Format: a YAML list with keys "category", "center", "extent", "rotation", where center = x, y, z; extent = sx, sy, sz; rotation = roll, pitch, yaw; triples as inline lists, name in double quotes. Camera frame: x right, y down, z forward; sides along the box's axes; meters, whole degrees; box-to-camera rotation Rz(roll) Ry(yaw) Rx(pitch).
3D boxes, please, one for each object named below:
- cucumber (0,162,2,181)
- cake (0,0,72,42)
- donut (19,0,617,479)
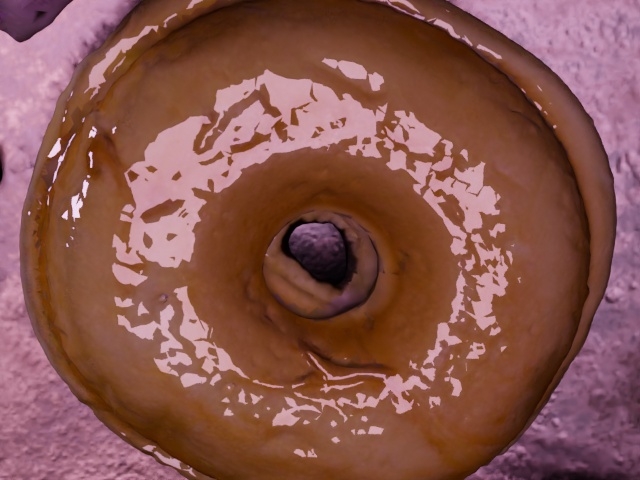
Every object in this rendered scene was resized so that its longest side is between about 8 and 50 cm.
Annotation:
- category: "cucumber"
  center: [-0.356, 0.042, 1.430]
  extent: [0.072, 0.081, 0.303]
  rotation: [42, 98, 17]
- category: "cake"
  center: [-0.215, -0.326, 1.276]
  extent: [0.230, 0.237, 0.309]
  rotation: [-37, 101, 4]
- category: "donut"
  center: [0.000, 0.000, 1.386]
  extent: [0.449, 0.198, 0.448]
  rotation: [-1, 104, -5]
